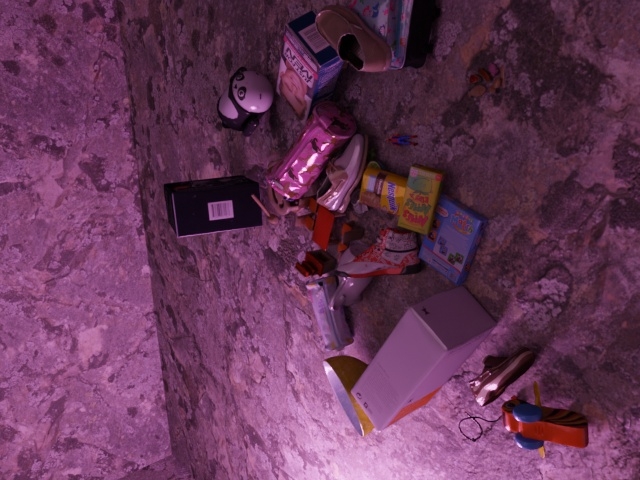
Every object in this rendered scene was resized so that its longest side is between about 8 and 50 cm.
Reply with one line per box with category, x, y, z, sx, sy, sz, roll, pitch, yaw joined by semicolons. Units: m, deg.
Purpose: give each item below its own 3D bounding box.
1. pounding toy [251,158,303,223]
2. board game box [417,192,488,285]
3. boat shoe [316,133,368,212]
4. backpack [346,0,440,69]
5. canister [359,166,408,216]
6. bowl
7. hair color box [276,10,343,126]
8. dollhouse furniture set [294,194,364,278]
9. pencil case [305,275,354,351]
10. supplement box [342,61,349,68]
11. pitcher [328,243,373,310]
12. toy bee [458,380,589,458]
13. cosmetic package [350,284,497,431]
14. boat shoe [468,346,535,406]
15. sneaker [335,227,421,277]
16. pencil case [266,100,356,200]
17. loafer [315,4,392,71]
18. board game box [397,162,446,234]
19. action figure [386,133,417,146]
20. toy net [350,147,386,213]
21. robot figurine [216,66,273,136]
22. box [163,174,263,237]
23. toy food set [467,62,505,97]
pounding toy;-0.160;-0.177;2.145;0.154;0.154;0.270;30;124;49
board game box;0.371;-0.004;1.614;0.160;0.039;0.212;40;131;38
boat shoe;0.069;-0.218;1.850;0.113;0.103;0.302;-91;17;-50
backpack;0.170;-0.591;1.568;0.253;0.191;0.225;35;129;47
canister;0.208;-0.142;1.709;0.169;0.073;0.126;22;120;27
bowl;0.142;0.507;1.956;0.290;0.155;0.289;60;167;24
hair color box;-0.038;-0.527;1.789;0.174;0.105;0.347;53;162;10
dollhouse furniture set;0.000;0.000;2.015;0.262;0.135;0.259;40;131;38
pencil case;0.036;0.263;2.074;0.124;0.113;0.273;160;93;-75
supplement box;0.040;-0.588;1.809;0.083;0.083;0.056;41;133;36
pitcher;0.100;0.129;1.896;0.125;0.177;0.207;30;127;23
toy bee;0.539;0.453;1.486;0.298;0.162;0.196;19;111;20
cosmetic package;0.292;0.354;1.681;0.162;0.230;0.453;51;138;28
boat shoe;0.479;0.355;1.552;0.095;0.095;0.258;58;140;31
sneaker;0.173;0.036;1.762;0.269;0.090;0.145;-5;95;15
pencil case;-0.037;-0.298;1.916;0.386;0.160;0.167;-45;24;44
loafer;0.071;-0.529;1.484;0.268;0.092;0.102;43;140;27
board game box;0.283;-0.116;1.598;0.092;0.043;0.182;19;116;20
action figure;0.239;-0.299;1.697;0.115;0.030;0.038;13;117;52
toy net;0.139;-0.183;1.850;0.122;0.045;0.232;53;138;26
robot figurine;-0.296;-0.531;2.186;0.209;0.174;0.278;44;144;-12
box;-0.440;-0.147;2.301;0.312;0.342;0.179;-153;56;-66
toy food set;0.421;-0.406;1.433;0.122;0.019;0.078;12;111;58
